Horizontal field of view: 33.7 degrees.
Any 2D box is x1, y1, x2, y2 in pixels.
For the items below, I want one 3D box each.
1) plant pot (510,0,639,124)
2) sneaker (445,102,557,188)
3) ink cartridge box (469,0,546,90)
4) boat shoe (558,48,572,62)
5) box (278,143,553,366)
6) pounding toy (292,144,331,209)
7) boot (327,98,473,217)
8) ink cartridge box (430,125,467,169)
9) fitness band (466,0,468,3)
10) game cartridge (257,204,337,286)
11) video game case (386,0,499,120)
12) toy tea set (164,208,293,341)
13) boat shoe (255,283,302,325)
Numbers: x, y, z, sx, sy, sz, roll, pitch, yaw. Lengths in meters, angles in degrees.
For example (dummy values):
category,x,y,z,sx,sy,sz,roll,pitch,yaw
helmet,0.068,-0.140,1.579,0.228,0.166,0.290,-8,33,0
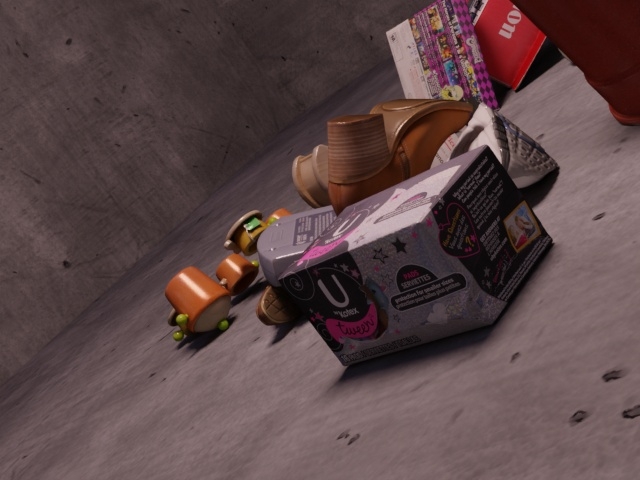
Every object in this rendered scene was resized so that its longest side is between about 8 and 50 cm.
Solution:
category,x,y,z,sx,sy,sz,roll,pitch,yaw
plant pot,0.364,-0.329,1.309,0.272,0.265,0.272,-50,16,20
sneaker,0.236,-0.101,1.453,0.129,0.111,0.297,-51,5,11
ink cartridge box,0.381,-0.465,2.042,0.272,0.130,0.309,-83,19,-74
boat shoe,0.473,-0.348,1.769,0.081,0.079,0.227,-25,11,-12
box,0.100,0.022,1.189,0.247,0.142,0.163,-25,16,49
pounding toy,0.020,-0.107,1.942,0.155,0.154,0.269,-23,17,51
boot,0.117,-0.073,1.422,0.109,0.220,0.283,3,18,36
ink cartridge box,0.163,-0.115,1.627,0.198,0.115,0.067,-39,10,-9
fitness band,0.282,-0.481,2.135,0.291,0.054,0.209,-68,2,-55
game cartridge,0.000,0.000,1.653,0.196,0.060,0.294,-9,13,3
video game case,0.228,-0.326,2.015,0.041,0.232,0.210,-16,-3,-33
toy tea set,-0.135,0.066,1.915,0.336,0.124,0.200,-43,-17,-11
boat shoe,-0.058,0.092,1.620,0.060,0.064,0.178,-38,4,26
